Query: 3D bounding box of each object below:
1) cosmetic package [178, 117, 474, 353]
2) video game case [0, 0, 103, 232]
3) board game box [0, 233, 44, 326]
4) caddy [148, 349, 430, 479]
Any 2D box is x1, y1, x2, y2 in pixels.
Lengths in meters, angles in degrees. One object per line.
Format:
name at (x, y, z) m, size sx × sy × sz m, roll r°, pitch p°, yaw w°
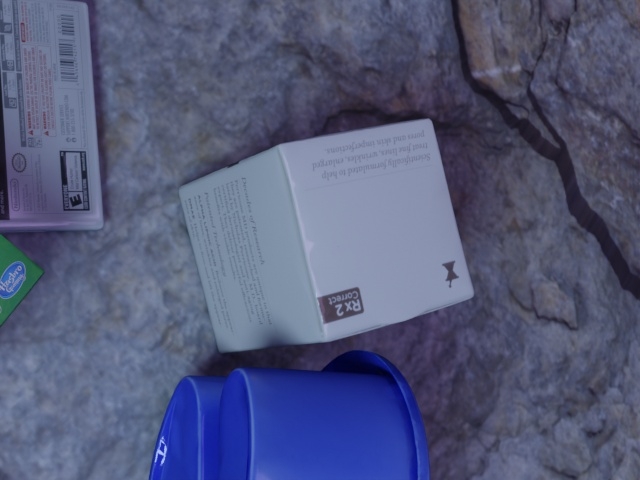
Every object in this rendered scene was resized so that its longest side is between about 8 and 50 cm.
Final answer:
cosmetic package at (0.000, 0.000, 0.854) m, size 0.151 × 0.183 × 0.152 m, roll -14°, pitch 89°, yaw -34°
video game case at (-0.260, -0.100, 0.806) m, size 0.173 × 0.022 × 0.191 m, roll -1°, pitch 83°, yaw -33°
board game box at (-0.345, 0.071, 0.608) m, size 0.213 × 0.046 × 0.317 m, roll 44°, pitch 60°, yaw -20°
caddy at (-0.021, 0.245, 0.769) m, size 0.179 × 0.241 × 0.342 m, roll 13°, pitch 75°, yaw -23°
